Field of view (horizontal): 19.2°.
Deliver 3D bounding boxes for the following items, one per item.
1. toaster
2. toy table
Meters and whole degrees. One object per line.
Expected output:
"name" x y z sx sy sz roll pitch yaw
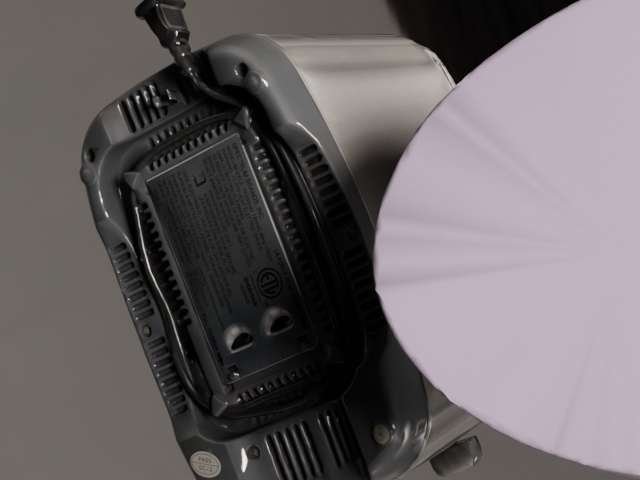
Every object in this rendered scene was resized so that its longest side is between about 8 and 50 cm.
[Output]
"toaster" 0.000 0.000 0.801 0.129 0.227 0.146 -27 -7 34
"toy table" 0.175 0.006 0.654 0.274 0.161 0.252 4 81 28
